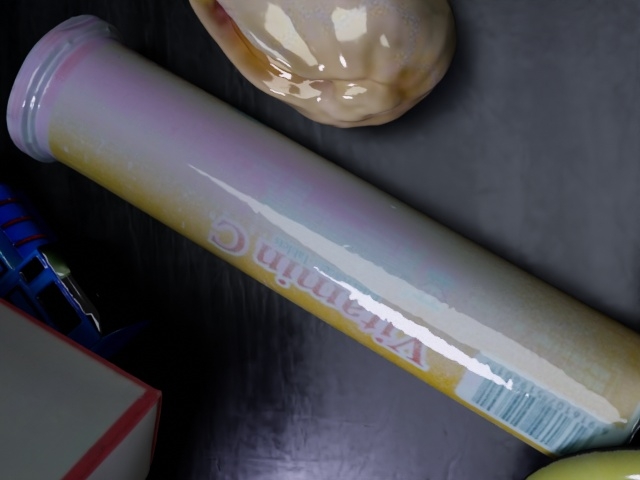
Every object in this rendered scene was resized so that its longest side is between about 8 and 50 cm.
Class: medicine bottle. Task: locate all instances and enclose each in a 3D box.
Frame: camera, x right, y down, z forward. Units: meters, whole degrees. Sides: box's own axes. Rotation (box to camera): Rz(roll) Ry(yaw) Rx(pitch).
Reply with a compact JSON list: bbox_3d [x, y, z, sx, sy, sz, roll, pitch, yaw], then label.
[{"bbox_3d":[0.000,0.000,0.519,0.426,0.108,0.108,31,101,11],"label":"medicine bottle"}]

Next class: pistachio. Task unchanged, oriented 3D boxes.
[{"bbox_3d":[-0.003,-0.156,0.509,0.145,0.117,0.200,-37,71,-23],"label":"pistachio"}]

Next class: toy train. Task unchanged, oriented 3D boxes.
[{"bbox_3d":[-0.232,0.021,0.598,0.131,0.082,0.204,-40,83,15],"label":"toy train"}]

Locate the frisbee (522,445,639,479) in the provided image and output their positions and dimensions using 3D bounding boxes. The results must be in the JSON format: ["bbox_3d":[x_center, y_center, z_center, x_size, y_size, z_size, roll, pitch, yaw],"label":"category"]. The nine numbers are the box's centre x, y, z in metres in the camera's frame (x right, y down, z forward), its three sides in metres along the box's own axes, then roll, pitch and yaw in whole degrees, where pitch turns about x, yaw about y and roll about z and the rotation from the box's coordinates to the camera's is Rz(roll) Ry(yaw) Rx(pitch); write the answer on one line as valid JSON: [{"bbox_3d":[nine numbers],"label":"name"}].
[{"bbox_3d":[0.211,0.202,0.439,0.236,0.017,0.236,20,133,23],"label":"frisbee"}]

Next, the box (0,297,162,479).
[{"bbox_3d":[-0.313,0.199,0.466,0.312,0.314,0.300,27,132,13],"label":"box"}]
